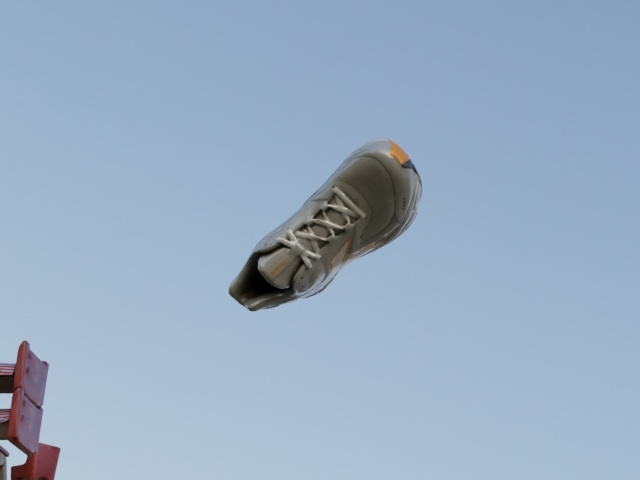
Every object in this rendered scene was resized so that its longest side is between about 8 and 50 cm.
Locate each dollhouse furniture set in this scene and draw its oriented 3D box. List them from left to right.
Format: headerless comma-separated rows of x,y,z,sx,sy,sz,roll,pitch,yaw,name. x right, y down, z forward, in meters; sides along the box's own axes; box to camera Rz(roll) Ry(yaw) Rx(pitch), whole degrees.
-0.533,0.298,1.590,0.201,0.152,0.374,0,-26,0,dollhouse furniture set

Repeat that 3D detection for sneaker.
0.000,0.000,1.004,0.099,0.121,0.262,49,-49,8,sneaker
